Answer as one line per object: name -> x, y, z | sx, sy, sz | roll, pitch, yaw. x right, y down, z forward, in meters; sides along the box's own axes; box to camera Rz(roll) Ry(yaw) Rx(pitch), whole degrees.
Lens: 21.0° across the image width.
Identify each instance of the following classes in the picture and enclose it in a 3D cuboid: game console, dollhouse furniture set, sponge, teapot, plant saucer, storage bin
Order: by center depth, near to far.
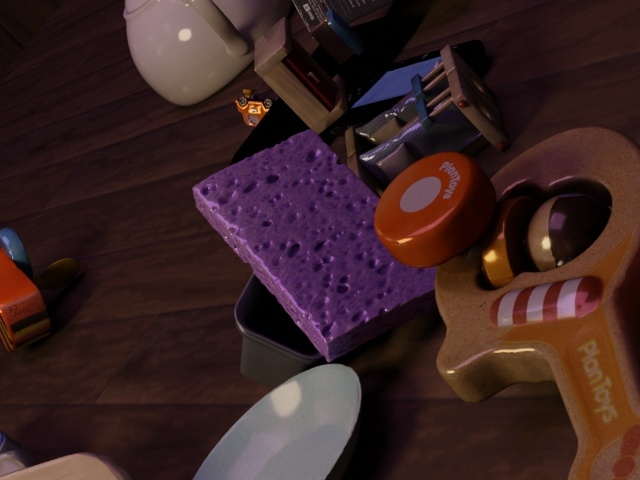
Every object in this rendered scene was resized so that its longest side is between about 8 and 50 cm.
plant saucer -> -0.031, 0.178, 1.294 | 0.195, 0.037, 0.195 | -39, 20, 18
sponge -> 0.000, 0.000, 1.372 | 0.117, 0.031, 0.210 | -27, 50, -19
storage bin -> -0.010, 0.060, 1.415 | 0.091, 0.098, 0.135 | 105, -169, -54
dollhouse furniture set -> 0.051, -0.128, 1.506 | 0.129, 0.183, 0.129 | -40, 21, 16
game console -> 0.049, -0.155, 1.768 | 0.213, 0.044, 0.361 | -54, 22, -22
teapot -> -0.172, -0.315, 2.301 | 0.256, 0.187, 0.252 | -26, 28, 41

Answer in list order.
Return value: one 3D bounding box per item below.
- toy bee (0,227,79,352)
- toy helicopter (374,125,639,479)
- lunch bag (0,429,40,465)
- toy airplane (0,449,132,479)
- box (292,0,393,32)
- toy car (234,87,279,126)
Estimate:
toy bee -> -0.388, 0.058, 2.115 | 0.195, 0.162, 0.298 | -13, 37, -1
toy helicopter -> 0.180, 0.047, 1.062 | 0.235, 0.140, 0.355 | -30, 34, 15
lunch bag -> -0.364, 0.264, 1.704 | 0.176, 0.090, 0.219 | -51, 21, -16
toy airplane -> -0.374, 0.298, 1.369 | 0.386, 0.272, 0.384 | 17, 72, 24
box -> 0.077, -0.319, 1.872 | 0.153, 0.108, 0.207 | -34, 10, -38
toy car -> -0.066, -0.153, 2.028 | 0.122, 0.060, 0.041 | -67, -20, -80
